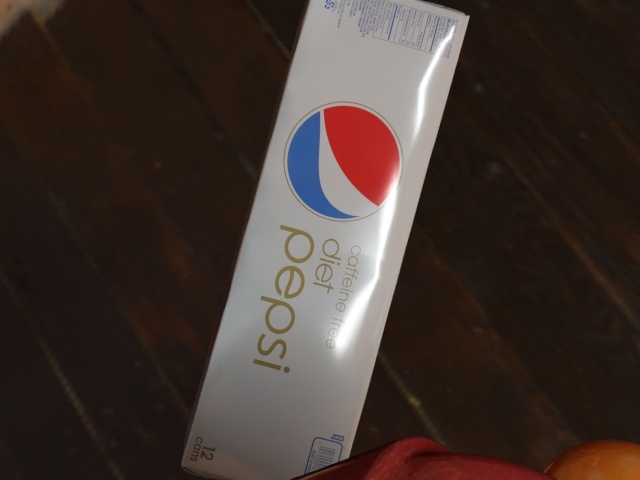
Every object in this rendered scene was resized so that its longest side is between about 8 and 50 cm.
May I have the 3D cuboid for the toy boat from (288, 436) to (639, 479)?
[{"bbox_3d":[0.085,0.129,0.513,0.151,0.231,0.151,-27,25,44],"label":"toy boat"}]

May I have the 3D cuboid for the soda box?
[{"bbox_3d":[0.000,0.000,0.694,0.069,0.074,0.216,16,89,-4],"label":"soda box"}]
